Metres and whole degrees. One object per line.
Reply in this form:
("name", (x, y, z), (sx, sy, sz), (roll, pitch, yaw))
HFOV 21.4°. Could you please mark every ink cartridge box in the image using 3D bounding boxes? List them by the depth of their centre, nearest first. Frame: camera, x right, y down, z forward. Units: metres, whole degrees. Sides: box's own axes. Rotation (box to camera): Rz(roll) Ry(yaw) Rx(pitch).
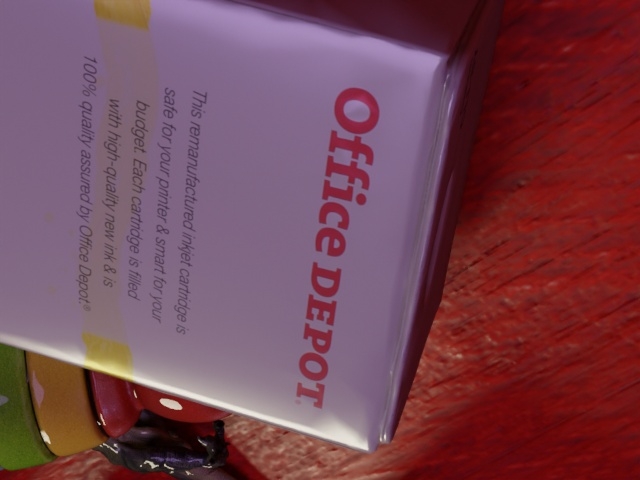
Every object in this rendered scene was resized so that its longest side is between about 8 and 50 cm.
("ink cartridge box", (-0.106, -0.071, 0.975), (0.385, 0.160, 0.279), (17, 128, 10))

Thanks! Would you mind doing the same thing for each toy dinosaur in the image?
("toy dinosaur", (-0.123, 0.144, 1.245), (0.268, 0.064, 0.118), (32, 140, -8))

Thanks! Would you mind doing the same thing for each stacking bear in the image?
("stacking bear", (-0.176, 0.075, 1.125), (0.289, 0.164, 0.175), (-5, 90, 4))
